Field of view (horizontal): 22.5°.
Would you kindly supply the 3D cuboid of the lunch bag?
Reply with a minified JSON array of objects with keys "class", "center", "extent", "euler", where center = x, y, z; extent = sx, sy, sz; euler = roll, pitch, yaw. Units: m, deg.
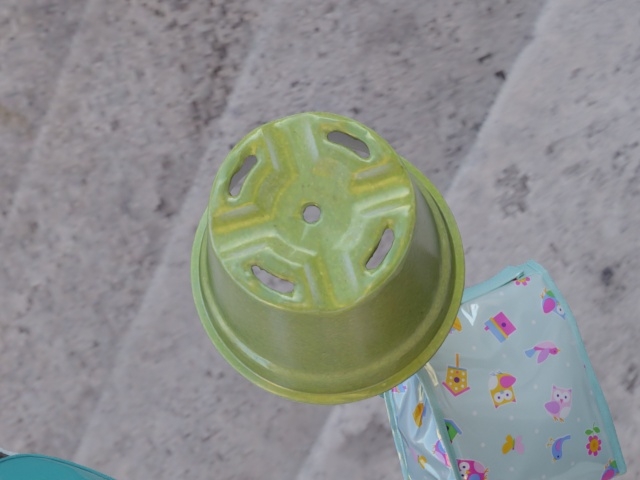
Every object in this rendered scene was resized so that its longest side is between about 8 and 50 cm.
[{"class":"lunch bag","center":[0.191,0.175,1.806],"extent":[0.160,0.223,0.262],"euler":[7,118,66]}]

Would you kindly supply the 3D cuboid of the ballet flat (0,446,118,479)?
[{"class":"ballet flat","center":[-0.231,0.187,0.997],"extent":[0.400,0.139,0.139],"euler":[18,113,24]}]

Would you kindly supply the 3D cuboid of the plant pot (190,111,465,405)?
[{"class":"plant pot","center":[0.000,0.000,1.490],"extent":[0.276,0.254,0.276],"euler":[-1,77,3]}]
